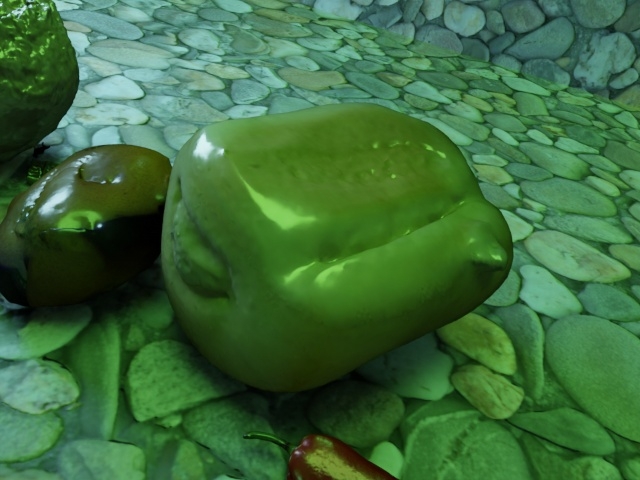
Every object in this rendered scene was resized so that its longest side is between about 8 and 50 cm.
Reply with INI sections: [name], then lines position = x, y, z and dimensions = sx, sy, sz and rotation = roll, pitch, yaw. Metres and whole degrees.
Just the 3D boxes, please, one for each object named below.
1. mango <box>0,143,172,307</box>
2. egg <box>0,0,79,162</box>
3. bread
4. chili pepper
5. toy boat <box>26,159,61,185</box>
[mango]
position = -0.283, -0.027, 0.816
dimensions = 0.201, 0.152, 0.287
rotation = 24, 34, 9
[egg]
position = -0.513, -0.250, 0.959
dimensions = 0.311, 0.279, 0.279
rotation = -17, 34, 7
[bread]
position = 0.000, 0.000, 0.784
dimensions = 0.376, 0.253, 0.348
rotation = -19, 62, -40
[chili pepper]
position = 0.046, 0.246, 0.619
dimensions = 0.272, 0.063, 0.071
rotation = 25, 46, 12
[toy boat]
position = -0.397, -0.103, 1.013
dimensions = 0.115, 0.016, 0.063
rotation = 3, 34, -17
